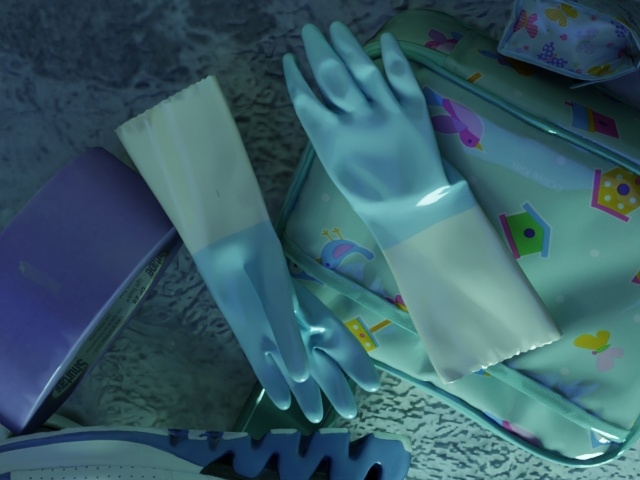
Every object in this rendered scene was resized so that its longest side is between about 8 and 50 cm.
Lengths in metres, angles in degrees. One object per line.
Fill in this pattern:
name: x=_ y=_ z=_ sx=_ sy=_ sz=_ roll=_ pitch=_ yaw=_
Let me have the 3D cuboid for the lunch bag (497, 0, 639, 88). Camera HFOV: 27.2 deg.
lunch bag: x=0.153 y=-0.121 z=0.775 sx=0.083 sy=0.071 sz=0.053 roll=20 pitch=116 yaw=9

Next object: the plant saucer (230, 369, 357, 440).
plant saucer: x=-0.032 y=0.147 z=0.988 sx=0.067 sy=0.018 sz=0.192 roll=29 pitch=118 yaw=4

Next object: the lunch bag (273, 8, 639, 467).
lunch bag: x=0.115 y=0.008 z=0.823 sx=0.279 sy=0.108 sz=0.224 roll=29 pitch=118 yaw=6

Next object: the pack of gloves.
pack of gloves: x=0.000 y=0.000 z=0.776 sx=0.195 sy=0.046 sz=0.232 roll=-25 pitch=100 yaw=29

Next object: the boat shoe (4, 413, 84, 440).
boat shoe: x=-0.164 y=0.277 z=1.048 sx=0.109 sy=0.091 sz=0.305 roll=-24 pitch=103 yaw=26

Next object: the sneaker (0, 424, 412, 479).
sneaker: x=-0.089 y=0.220 z=0.879 sx=0.316 sy=0.127 sz=0.182 roll=0 pitch=73 yaw=-6

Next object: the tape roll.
tape roll: x=-0.172 y=0.035 z=0.889 sx=0.080 sy=0.189 sz=0.189 roll=36 pitch=119 yaw=2
